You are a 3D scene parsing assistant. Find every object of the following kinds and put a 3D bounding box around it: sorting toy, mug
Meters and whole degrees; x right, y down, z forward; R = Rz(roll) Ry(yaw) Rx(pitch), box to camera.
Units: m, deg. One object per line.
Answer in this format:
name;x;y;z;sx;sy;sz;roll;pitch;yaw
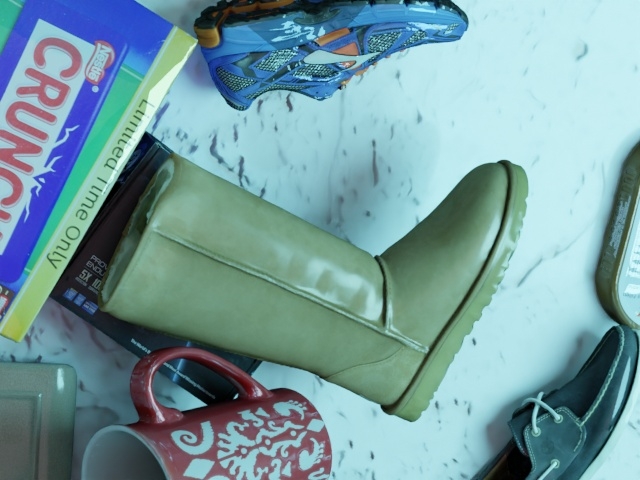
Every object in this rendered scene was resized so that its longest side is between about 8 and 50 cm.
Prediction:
sorting toy;-0.299;0.182;1.279;0.196;0.047;0.347;3;93;-19
mug;-0.076;0.160;1.203;0.169;0.113;0.150;-12;125;-43

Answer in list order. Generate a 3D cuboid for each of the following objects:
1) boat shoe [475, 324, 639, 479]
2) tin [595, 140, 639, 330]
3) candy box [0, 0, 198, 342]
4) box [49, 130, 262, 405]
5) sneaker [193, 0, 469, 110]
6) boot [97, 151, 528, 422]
boat shoe;0.204;0.169;1.382;0.079;0.084;0.233;30;101;-14
tin;0.306;-0.007;1.395;0.106;0.040;0.189;10;100;-11
candy box;-0.297;-0.113;1.167;0.317;0.122;0.268;30;86;-20
box;-0.111;0.025;1.278;0.180;0.077;0.147;38;91;-18
sneaker;0.011;-0.158;1.275;0.221;0.083;0.087;-8;118;-6
boot;0.000;0.000;1.214;0.269;0.089;0.236;24;94;-17
